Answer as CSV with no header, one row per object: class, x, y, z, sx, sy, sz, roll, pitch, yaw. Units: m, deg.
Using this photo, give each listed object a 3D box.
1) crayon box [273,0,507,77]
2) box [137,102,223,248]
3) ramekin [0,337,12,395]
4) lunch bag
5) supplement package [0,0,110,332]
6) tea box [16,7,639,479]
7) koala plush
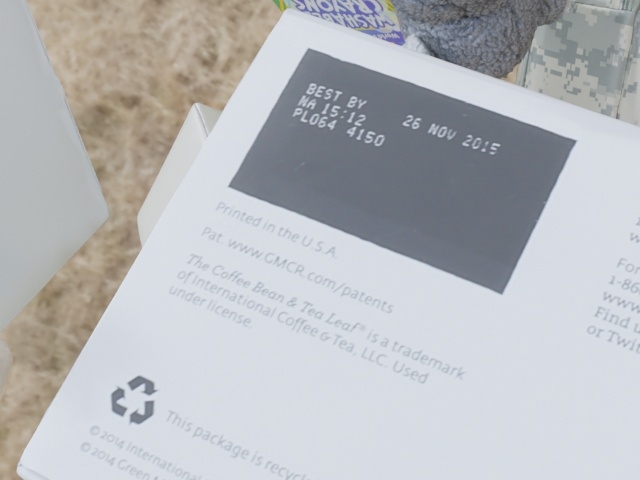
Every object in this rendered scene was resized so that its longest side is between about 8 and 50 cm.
crayon box,0.069,-0.271,1.556,0.203,0.323,0.083,10,66,39
box,0.000,0.000,1.200,0.148,0.311,0.121,-58,29,25
ramekin,-0.416,0.109,1.153,0.277,0.277,0.135,23,85,41
lunch bag,0.332,-0.141,1.327,0.256,0.212,0.305,10,110,10
supplement package,-0.268,-0.055,0.734,0.203,0.194,0.149,6,40,29
tea box,0.104,0.113,0.567,0.329,0.323,0.220,22,72,20
koala plush,0.098,-0.192,0.901,0.196,0.221,0.203,-42,53,-17
